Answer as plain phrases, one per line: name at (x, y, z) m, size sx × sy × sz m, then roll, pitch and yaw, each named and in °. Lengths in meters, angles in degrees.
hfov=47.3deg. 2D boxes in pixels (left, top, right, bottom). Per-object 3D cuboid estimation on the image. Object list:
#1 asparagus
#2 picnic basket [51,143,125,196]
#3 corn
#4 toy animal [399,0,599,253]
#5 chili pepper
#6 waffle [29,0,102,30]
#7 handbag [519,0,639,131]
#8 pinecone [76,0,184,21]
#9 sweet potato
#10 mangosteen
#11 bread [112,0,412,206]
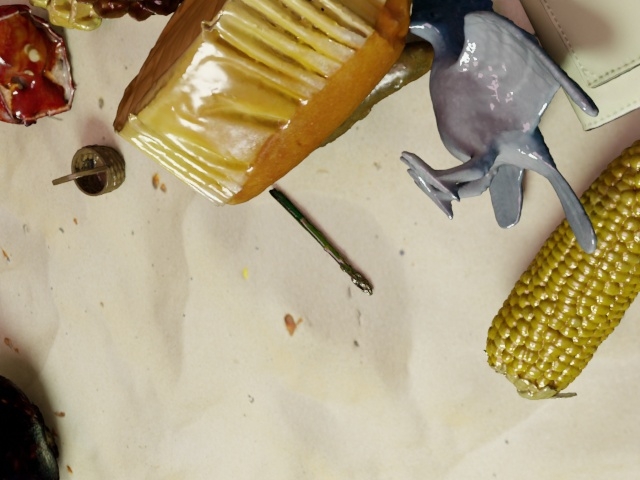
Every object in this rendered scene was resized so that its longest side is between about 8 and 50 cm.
asparagus at (0.000, 0.000, 0.809) m, size 0.013 × 0.016 × 0.166 m, roll -42°, pitch 79°, yaw -8°
picnic basket at (-0.293, -0.085, 0.915) m, size 0.072 × 0.083 × 0.072 m, roll 11°, pitch 112°, yaw 29°
corn at (0.233, 0.029, 0.633) m, size 0.091 × 0.091 × 0.260 m, roll 28°, pitch 115°, yaw 0°
toy animal at (0.141, -0.105, 0.588) m, size 0.255 × 0.239 × 0.176 m, roll 39°, pitch 84°, yaw 12°
chili pepper at (-0.439, -0.228, 0.954) m, size 0.253 × 0.144 × 0.136 m, roll 12°, pitch 82°, yaw 36°
waffle at (-0.263, -0.369, 0.823) m, size 0.253 × 0.056 × 0.249 m, roll -2°, pitch 105°, yaw 30°
handbag at (0.204, -0.279, 0.497) m, size 0.237 × 0.160 × 0.358 m, roll -27°, pitch 90°, yaw 59°
pinecone at (-0.176, -0.297, 0.693) m, size 0.174 × 0.173 × 0.173 m, roll 10°, pitch 110°, yaw 28°
sweet potato at (0.011, -0.132, 0.732) m, size 0.274 × 0.067 × 0.067 m, roll -24°, pitch 92°, yaw 29°
mangosteen at (-0.549, 0.352, 1.077) m, size 0.330 × 0.330 × 0.330 m, roll 10°, pitch 110°, yaw 28°
bread at (-0.045, -0.161, 0.631) m, size 0.156 × 0.204 × 0.288 m, roll 30°, pitch 128°, yaw -25°
